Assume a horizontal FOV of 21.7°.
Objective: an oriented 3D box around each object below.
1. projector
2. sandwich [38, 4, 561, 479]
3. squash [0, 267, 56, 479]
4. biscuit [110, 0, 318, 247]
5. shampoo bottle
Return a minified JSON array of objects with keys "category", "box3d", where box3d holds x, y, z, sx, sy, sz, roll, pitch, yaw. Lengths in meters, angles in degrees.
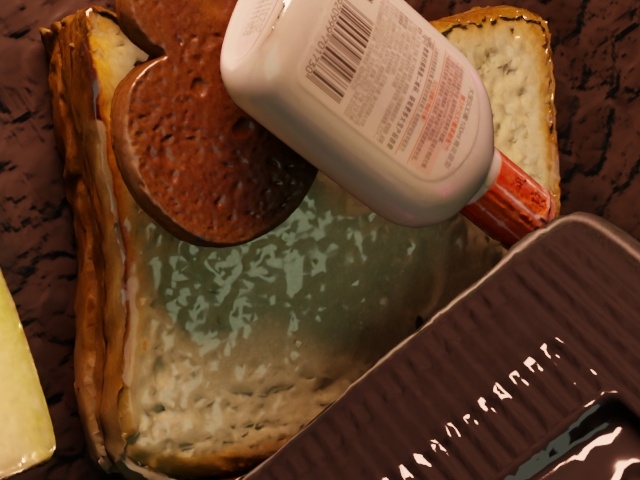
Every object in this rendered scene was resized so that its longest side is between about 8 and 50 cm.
[{"category":"projector","box3d":[0.128,0.248,0.915,0.395,0.242,0.405,-40,127,1]},{"category":"sandwich","box3d":[0.000,0.000,0.962,0.301,0.099,0.271,-5,98,-27]},{"category":"squash","box3d":[-0.262,0.023,0.805,0.237,0.204,0.155,-7,124,-36]},{"category":"biscuit","box3d":[-0.053,-0.084,0.861,0.124,0.026,0.175,-3,92,-33]},{"category":"shampoo bottle","box3d":[0.044,-0.064,0.881,0.221,0.051,0.108,37,61,-34]}]
